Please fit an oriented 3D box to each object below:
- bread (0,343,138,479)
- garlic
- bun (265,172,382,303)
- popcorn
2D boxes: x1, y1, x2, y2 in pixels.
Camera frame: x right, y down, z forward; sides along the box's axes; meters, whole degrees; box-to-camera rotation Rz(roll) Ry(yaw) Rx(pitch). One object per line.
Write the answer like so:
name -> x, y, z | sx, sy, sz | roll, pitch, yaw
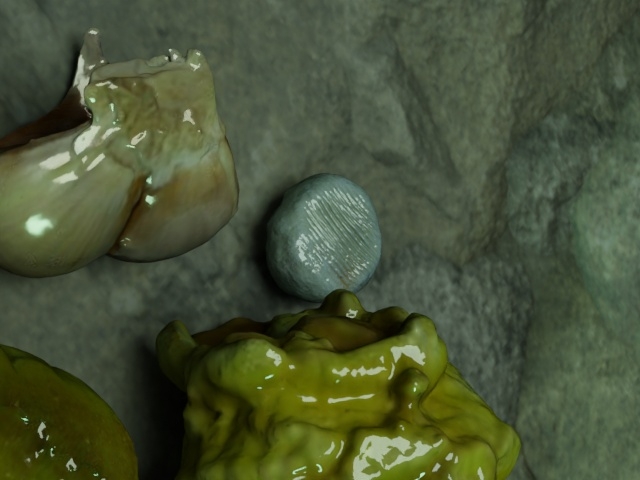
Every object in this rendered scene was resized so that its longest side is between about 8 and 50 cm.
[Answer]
bread -> -0.243, 0.074, 0.706 | 0.383, 0.112, 0.166 | 33, 63, -32
garlic -> -0.115, -0.041, 0.851 | 0.174, 0.099, 0.124 | -19, 115, -36
bun -> 0.000, 0.000, 0.964 | 0.083, 0.045, 0.083 | 10, 75, -41
popcorn -> 0.008, 0.102, 0.873 | 0.197, 0.197, 0.156 | 5, 79, -39
